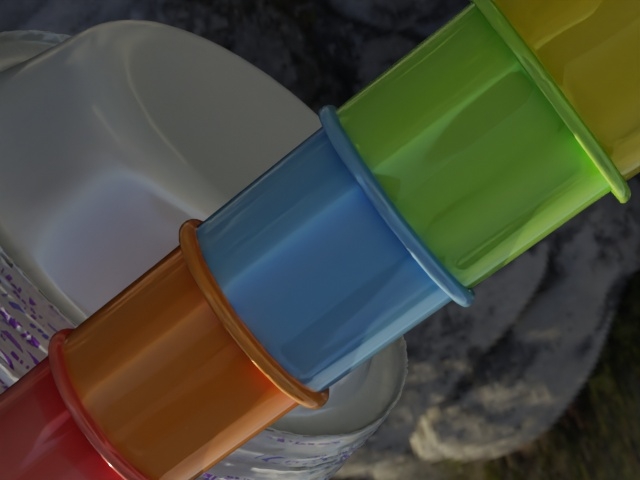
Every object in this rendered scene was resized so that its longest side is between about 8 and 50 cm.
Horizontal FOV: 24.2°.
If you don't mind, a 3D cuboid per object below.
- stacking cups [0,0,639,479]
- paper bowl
[{"bbox_3d":[0.000,0.000,0.513,0.316,0.096,0.096,-35,139,11],"label":"stacking cups"},{"bbox_3d":[-0.075,0.000,0.764,0.284,0.284,0.148,21,121,-38],"label":"paper bowl"}]
